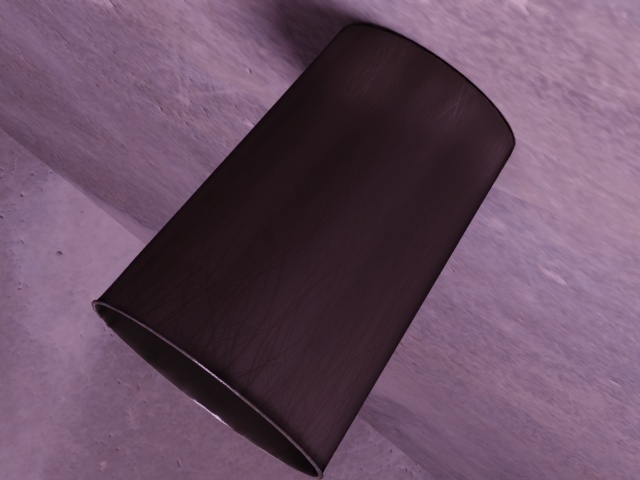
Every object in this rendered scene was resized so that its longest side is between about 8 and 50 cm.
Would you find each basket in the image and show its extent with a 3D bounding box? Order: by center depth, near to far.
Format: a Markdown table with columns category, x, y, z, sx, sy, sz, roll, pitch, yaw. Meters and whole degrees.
| category | x | y | z | sx | sy | sz | roll | pitch | yaw |
| --- | --- | --- | --- | --- | --- | --- | --- | --- | --- |
| basket | 0.000 | 0.000 | 1.076 | 0.154 | 0.227 | 0.204 | 30 | 166 | 27 |
